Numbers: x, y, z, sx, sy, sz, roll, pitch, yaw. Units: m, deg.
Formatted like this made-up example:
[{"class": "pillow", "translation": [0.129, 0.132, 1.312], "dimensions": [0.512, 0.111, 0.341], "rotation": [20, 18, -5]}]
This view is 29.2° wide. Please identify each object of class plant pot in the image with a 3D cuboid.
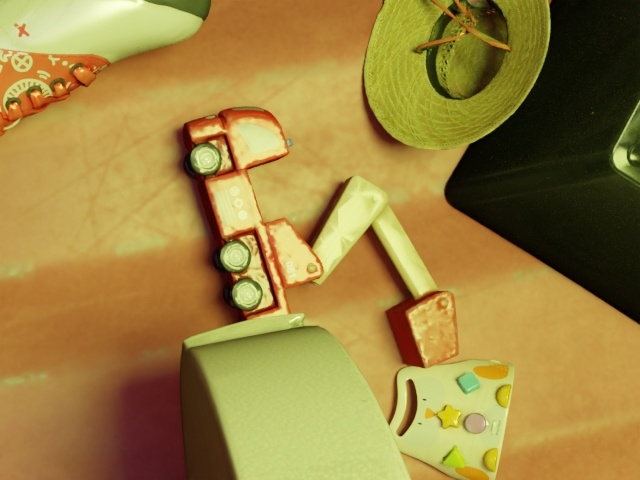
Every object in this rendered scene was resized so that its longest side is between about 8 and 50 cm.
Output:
[{"class": "plant pot", "translation": [0.222, -0.063, 0.765], "dimensions": [0.187, 0.167, 0.188], "rotation": [32, 82, -10]}]

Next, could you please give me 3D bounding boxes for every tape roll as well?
[{"class": "tape roll", "translation": [-0.002, 0.234, 0.600], "dimensions": [0.072, 0.392, 0.392], "rotation": [-10, 91, -12]}]

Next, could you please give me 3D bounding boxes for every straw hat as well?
[{"class": "straw hat", "translation": [0.101, -0.120, 0.790], "dimensions": [0.061, 0.144, 0.144], "rotation": [20, 83, -51]}]

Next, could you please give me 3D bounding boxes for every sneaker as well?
[{"class": "sneaker", "translation": [-0.198, -0.082, 0.717], "dimensions": [0.270, 0.090, 0.145], "rotation": [-2, 90, -9]}]

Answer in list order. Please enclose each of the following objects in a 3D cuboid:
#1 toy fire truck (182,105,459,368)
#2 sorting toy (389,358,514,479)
[{"class": "toy fire truck", "translation": [0.000, 0.000, 0.777], "dimensions": [0.135, 0.047, 0.192], "rotation": [-17, 92, -12]}, {"class": "sorting toy", "translation": [0.083, 0.115, 0.801], "dimensions": [0.075, 0.045, 0.083], "rotation": [10, 87, 7]}]
